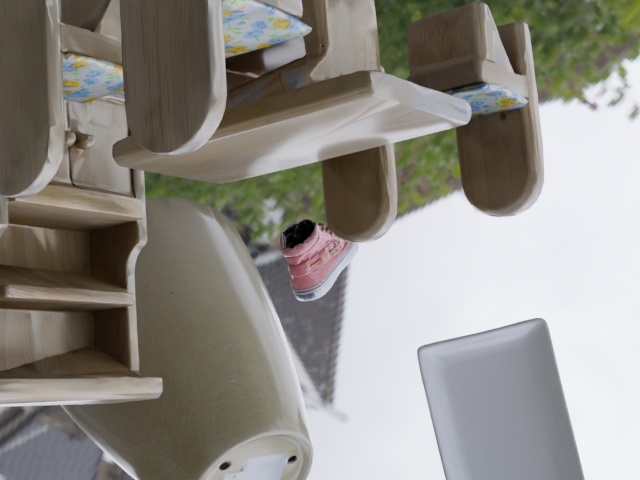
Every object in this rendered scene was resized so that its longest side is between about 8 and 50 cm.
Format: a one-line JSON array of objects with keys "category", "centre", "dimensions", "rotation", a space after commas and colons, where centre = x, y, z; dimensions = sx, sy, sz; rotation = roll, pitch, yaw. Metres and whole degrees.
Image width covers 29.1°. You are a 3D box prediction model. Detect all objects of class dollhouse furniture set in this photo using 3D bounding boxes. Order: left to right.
[{"category": "dollhouse furniture set", "centre": [-0.088, -0.024, 0.879], "dimensions": [0.394, 0.362, 0.256], "rotation": [-11, -101, 36]}]

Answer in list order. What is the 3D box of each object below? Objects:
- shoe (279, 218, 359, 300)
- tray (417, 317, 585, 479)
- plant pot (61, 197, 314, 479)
[{"category": "shoe", "centre": [0.000, 0.000, 1.621], "dimensions": [0.063, 0.081, 0.178], "rotation": [-6, -153, 25]}, {"category": "tray", "centre": [0.201, 0.226, 1.325], "dimensions": [0.145, 0.270, 0.030], "rotation": [-14, -176, 3]}, {"category": "plant pot", "centre": [-0.125, 0.140, 1.197], "dimensions": [0.256, 0.256, 0.274], "rotation": [-51, -132, 11]}]
